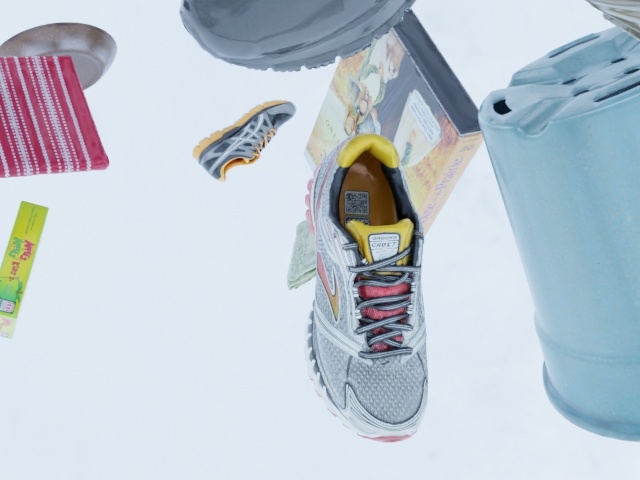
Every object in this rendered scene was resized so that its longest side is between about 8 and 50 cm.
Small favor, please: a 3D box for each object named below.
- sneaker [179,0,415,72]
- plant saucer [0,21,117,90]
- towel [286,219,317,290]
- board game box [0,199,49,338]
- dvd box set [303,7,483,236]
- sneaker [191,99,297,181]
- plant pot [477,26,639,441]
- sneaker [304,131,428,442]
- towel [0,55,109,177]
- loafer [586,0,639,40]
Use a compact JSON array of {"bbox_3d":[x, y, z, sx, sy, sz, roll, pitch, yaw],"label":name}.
[{"bbox_3d":[0.041,-0.200,0.510,0.286,0.130,0.109,-36,64,2],"label":"sneaker"},{"bbox_3d":[-0.420,-0.278,1.589,0.199,0.198,0.036,-9,71,-21],"label":"plant saucer"},{"bbox_3d":[0.000,0.000,1.407,0.027,0.110,0.148,44,31,-23],"label":"towel"},{"bbox_3d":[-0.446,0.043,1.464,0.043,0.092,0.181,16,61,-13],"label":"board game box"},{"bbox_3d":[0.105,-0.162,1.646,0.062,0.420,0.307,-15,64,-26],"label":"dvd box set"},{"bbox_3d":[-0.132,-0.187,1.861,0.215,0.084,0.083,-33,77,0],"label":"sneaker"},{"bbox_3d":[0.337,-0.032,1.026,0.341,0.341,0.334,-35,110,-23],"label":"plant pot"},{"bbox_3d":[0.031,0.029,0.700,0.088,0.092,0.225,-5,73,-12],"label":"sneaker"},{"bbox_3d":[-0.446,-0.172,1.394,0.275,0.031,0.198,-8,67,-36],"label":"towel"},{"bbox_3d":[0.164,-0.107,0.448,0.056,0.148,0.050,-40,112,5],"label":"loafer"}]
